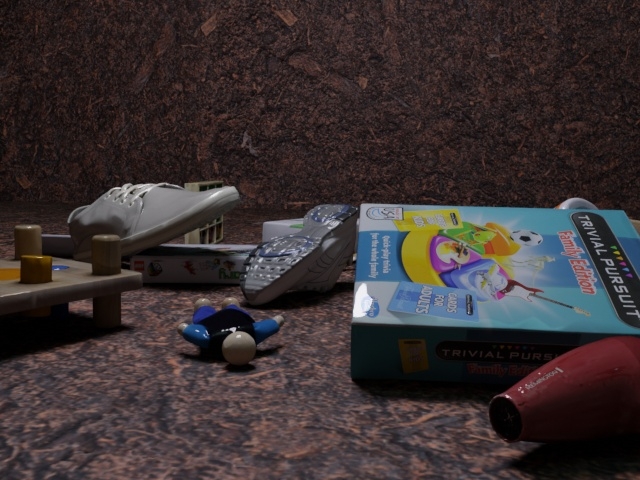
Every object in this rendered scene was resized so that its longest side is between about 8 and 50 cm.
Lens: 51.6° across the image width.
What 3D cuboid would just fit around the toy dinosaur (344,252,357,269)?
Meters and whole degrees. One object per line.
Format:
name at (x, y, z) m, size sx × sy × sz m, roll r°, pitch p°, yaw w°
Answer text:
toy dinosaur at (0.118, 0.032, 1.412) m, size 0.092 × 0.053 × 0.183 m, roll 6°, pitch 8°, yaw 44°

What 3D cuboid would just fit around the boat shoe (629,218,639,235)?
boat shoe at (0.525, 0.059, 0.943) m, size 0.285 × 0.103 × 0.092 m, roll 26°, pitch -2°, yaw 25°

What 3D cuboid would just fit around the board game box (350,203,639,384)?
board game box at (0.207, 0.052, 0.762) m, size 0.336 × 0.079 × 0.254 m, roll 1°, pitch 32°, yaw 5°

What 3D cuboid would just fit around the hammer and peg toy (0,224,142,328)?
hammer and peg toy at (-0.446, 0.046, 0.886) m, size 0.361 × 0.127 × 0.266 m, roll 6°, pitch 8°, yaw 35°

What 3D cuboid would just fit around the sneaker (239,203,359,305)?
sneaker at (-0.018, 0.041, 1.115) m, size 0.111 × 0.129 × 0.297 m, roll 9°, pitch 28°, yaw 36°

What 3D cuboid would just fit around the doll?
doll at (-0.107, 0.105, 0.797) m, size 0.129 × 0.046 × 0.189 m, roll -2°, pitch 7°, yaw -15°

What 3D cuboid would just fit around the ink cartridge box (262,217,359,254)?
ink cartridge box at (0.000, 0.000, 1.486) m, size 0.160 × 0.093 × 0.219 m, roll 7°, pitch 8°, yaw 35°

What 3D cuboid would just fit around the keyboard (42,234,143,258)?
keyboard at (-0.513, 0.012, 1.452) m, size 0.256 × 0.072 × 0.014 m, roll 2°, pitch 50°, yaw 9°

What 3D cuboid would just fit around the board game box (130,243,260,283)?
board game box at (-0.188, 0.042, 1.268) m, size 0.305 × 0.053 × 0.193 m, roll 1°, pitch 7°, yaw -2°

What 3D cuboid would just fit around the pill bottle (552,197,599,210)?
pill bottle at (0.330, 0.008, 0.954) m, size 0.086 × 0.086 × 0.152 m, roll -3°, pitch -22°, yaw -28°

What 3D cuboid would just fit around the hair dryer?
hair dryer at (0.277, 0.132, 0.502) m, size 0.293 × 0.080 × 0.223 m, roll 2°, pitch 8°, yaw 9°

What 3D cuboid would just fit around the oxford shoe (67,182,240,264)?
oxford shoe at (-0.336, -0.048, 1.243) m, size 0.449 × 0.130 × 0.169 m, roll -12°, pitch 8°, yaw 39°

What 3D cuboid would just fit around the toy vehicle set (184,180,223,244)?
toy vehicle set at (-0.292, -0.066, 1.683) m, size 0.035 × 0.166 × 0.267 m, roll 1°, pitch 7°, yaw 4°
